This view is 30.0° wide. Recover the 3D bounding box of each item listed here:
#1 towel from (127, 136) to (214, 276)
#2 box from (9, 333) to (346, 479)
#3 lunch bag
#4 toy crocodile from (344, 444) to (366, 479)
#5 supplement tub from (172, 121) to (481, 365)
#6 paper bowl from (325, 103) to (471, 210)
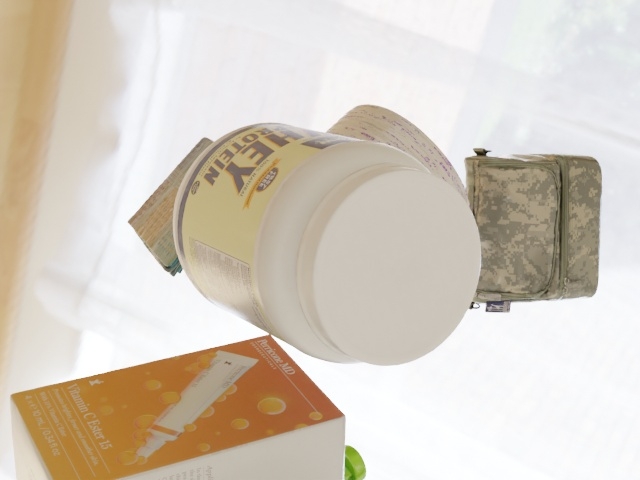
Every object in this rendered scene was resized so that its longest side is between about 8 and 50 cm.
[{"bbox_3d":[-0.268,-0.080,2.484,0.271,0.370,0.040,-48,116,-3],"label":"towel"},{"bbox_3d":[-0.170,0.265,1.427,0.345,0.215,0.168,-11,119,-26],"label":"box"},{"bbox_3d":[0.382,-0.021,2.288,0.256,0.212,0.305,0,95,-26],"label":"lunch bag"},{"bbox_3d":[-0.035,0.349,1.956,0.115,0.340,0.105,-23,146,-34],"label":"toy crocodile"},{"bbox_3d":[0.000,0.000,1.307,0.235,0.325,0.235,-6,103,-29],"label":"supplement tub"},{"bbox_3d":[0.102,-0.075,1.997,0.148,0.284,0.284,-44,153,-21],"label":"paper bowl"}]
